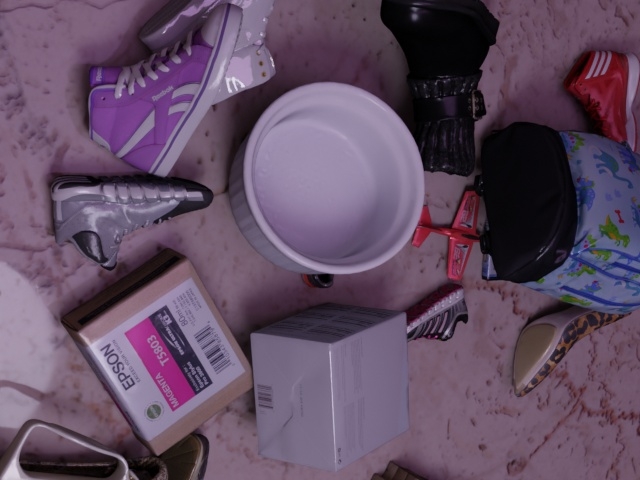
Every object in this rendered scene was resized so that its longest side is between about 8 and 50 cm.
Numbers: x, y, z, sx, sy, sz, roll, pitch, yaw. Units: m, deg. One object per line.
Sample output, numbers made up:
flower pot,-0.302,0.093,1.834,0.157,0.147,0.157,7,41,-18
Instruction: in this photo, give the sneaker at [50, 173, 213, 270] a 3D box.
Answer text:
sneaker,-0.268,-0.023,1.731,0.228,0.086,0.132,1,104,-16

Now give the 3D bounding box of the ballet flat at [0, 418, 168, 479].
ballet flat,-0.429,0.323,1.656,0.482,0.164,0.182,10,106,-29

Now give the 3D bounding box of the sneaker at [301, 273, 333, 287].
sneaker,0.000,0.000,1.871,0.061,0.065,0.158,-17,107,-23

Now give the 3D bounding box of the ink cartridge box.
ink cartridge box,-0.228,0.161,1.775,0.193,0.088,0.235,-36,114,-17

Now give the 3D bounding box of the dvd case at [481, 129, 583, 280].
dvd case,0.358,-0.060,2.064,0.180,0.022,0.253,-2,100,-27

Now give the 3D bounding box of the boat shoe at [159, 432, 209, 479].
boat shoe,-0.221,0.391,1.828,0.073,0.080,0.224,15,99,-61

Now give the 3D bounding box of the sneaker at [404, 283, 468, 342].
sneaker,0.176,0.141,1.986,0.170,0.063,0.075,-32,106,-23

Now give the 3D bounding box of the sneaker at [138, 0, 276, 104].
sneaker,-0.098,-0.320,1.747,0.292,0.108,0.169,-40,116,-4

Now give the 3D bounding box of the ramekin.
ramekin,0.000,-0.080,1.780,0.277,0.135,0.277,4,79,-22

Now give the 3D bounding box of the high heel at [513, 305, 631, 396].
high heel,0.444,0.177,2.117,0.186,0.093,0.261,29,88,-35

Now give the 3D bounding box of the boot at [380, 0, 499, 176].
boot,0.165,-0.228,1.803,0.348,0.131,0.260,9,95,-62

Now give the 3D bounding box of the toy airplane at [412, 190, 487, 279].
toy airplane,0.209,-0.011,1.994,0.151,0.028,0.151,-4,100,-26

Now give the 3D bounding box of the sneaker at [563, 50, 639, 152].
sneaker,0.462,-0.213,2.064,0.128,0.087,0.221,5,85,-19

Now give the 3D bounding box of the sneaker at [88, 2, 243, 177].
sneaker,-0.222,-0.221,1.647,0.161,0.102,0.282,27,118,-15

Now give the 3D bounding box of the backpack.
backpack,0.448,-0.020,1.959,0.355,0.273,0.290,36,42,-39

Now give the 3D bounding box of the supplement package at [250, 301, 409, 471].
supplement package,0.018,0.212,1.831,0.203,0.149,0.194,-17,109,-53

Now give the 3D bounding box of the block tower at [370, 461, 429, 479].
block tower,0.231,0.479,2.061,0.335,0.097,0.091,29,87,-29
